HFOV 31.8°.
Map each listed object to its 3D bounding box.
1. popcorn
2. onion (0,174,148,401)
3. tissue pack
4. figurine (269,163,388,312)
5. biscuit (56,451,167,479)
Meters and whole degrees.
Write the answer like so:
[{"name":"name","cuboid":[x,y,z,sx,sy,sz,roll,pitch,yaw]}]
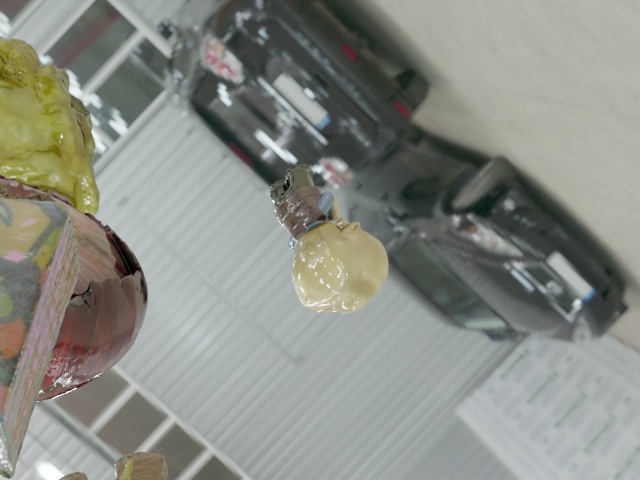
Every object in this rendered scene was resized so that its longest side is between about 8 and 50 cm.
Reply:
[{"name":"popcorn","cuboid":[-0.341,-0.082,1.188,0.233,0.192,0.266,15,119,51]},{"name":"onion","cuboid":[-0.248,0.030,0.821,0.248,0.161,0.248,35,180,0]},{"name":"tissue pack","cuboid":[-0.190,0.041,0.560,0.148,0.108,0.060,-84,-1,-46]},{"name":"figurine","cuboid":[0.000,0.000,1.308,0.108,0.114,0.196,38,-164,-47]},{"name":"biscuit","cuboid":[-0.259,0.354,1.417,0.295,0.185,0.044,-143,36,-63]}]
